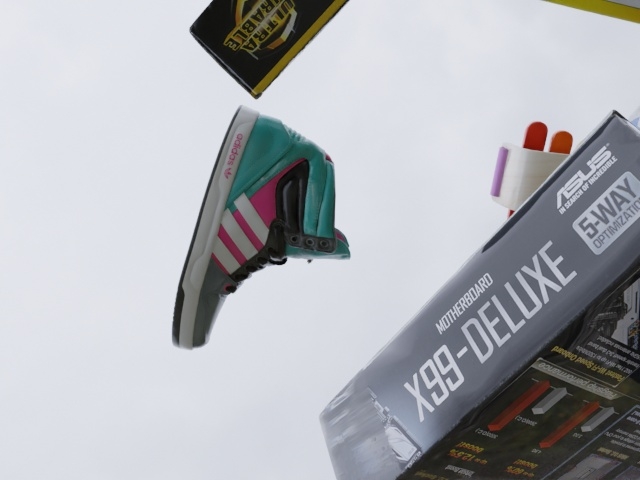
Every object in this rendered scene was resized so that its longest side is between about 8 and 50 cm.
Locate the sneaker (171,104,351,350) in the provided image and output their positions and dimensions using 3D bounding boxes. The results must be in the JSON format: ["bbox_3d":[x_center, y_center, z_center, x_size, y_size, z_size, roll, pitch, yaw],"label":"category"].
[{"bbox_3d":[-0.056,0.010,0.846,0.178,0.124,0.295,18,-77,-4],"label":"sneaker"}]

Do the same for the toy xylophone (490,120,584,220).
[{"bbox_3d":[0.474,-0.078,1.350,0.323,0.081,0.236,14,-74,-6],"label":"toy xylophone"}]

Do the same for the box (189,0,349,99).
[{"bbox_3d":[0.037,-0.271,0.616,0.079,0.257,0.322,43,-79,-9],"label":"box"}]

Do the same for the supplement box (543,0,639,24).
[{"bbox_3d":[0.367,-0.446,1.023,0.356,0.195,0.194,13,-58,-3],"label":"supplement box"}]

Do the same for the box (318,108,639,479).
[{"bbox_3d":[0.193,0.094,0.443,0.307,0.076,0.242,23,-60,-32],"label":"box"}]

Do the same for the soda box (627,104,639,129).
[{"bbox_3d":[0.471,-0.128,1.062,0.216,0.074,0.069,-41,-62,-34],"label":"soda box"}]

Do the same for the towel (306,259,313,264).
[{"bbox_3d":[0.000,0.000,1.309,0.060,0.009,0.083,-51,-12,-48],"label":"towel"}]
